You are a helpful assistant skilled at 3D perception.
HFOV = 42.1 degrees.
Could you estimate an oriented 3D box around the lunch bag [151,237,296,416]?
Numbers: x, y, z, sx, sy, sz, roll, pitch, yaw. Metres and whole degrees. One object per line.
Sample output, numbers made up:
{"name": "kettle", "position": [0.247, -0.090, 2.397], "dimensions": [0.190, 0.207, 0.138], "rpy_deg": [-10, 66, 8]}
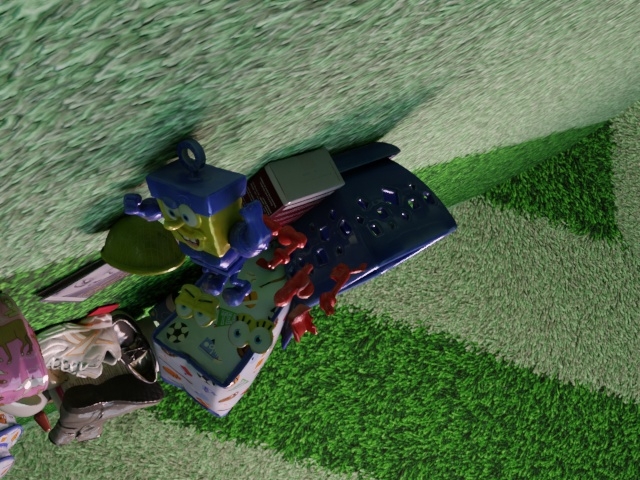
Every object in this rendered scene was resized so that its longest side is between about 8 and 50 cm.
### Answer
{"name": "lunch bag", "position": [-0.178, 0.176, 1.891], "dimensions": [0.385, 0.239, 0.328], "rpy_deg": [-54, 174, -25]}

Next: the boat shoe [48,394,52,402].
{"name": "boat shoe", "position": [-0.608, 0.328, 2.109], "dimensions": [0.307, 0.111, 0.104], "rpy_deg": [-17, 176, -14]}

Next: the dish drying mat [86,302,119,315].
{"name": "dish drying mat", "position": [-0.442, 0.140, 1.691], "dimensions": [0.032, 0.008, 0.083], "rpy_deg": [-30, 173, 16]}

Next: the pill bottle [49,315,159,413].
{"name": "pill bottle", "position": [-0.511, 0.302, 1.997], "dimensions": [0.283, 0.160, 0.160], "rpy_deg": [-26, 173, -16]}

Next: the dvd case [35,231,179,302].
{"name": "dvd case", "position": [-0.330, 0.043, 1.346], "dimensions": [0.221, 0.018, 0.164], "rpy_deg": [-28, 174, 2]}

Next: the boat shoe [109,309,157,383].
{"name": "boat shoe", "position": [-0.415, 0.241, 1.854], "dimensions": [0.080, 0.073, 0.223], "rpy_deg": [-38, 141, -19]}

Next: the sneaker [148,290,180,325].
{"name": "sneaker", "position": [-0.364, 0.176, 2.028], "dimensions": [0.081, 0.080, 0.211], "rpy_deg": [-26, 163, -5]}

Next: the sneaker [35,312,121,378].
{"name": "sneaker", "position": [-0.492, 0.226, 1.650], "dimensions": [0.099, 0.121, 0.262], "rpy_deg": [-33, 172, 32]}

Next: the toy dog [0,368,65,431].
{"name": "toy dog", "position": [-0.659, 0.350, 1.741], "dimensions": [0.220, 0.161, 0.333], "rpy_deg": [-32, 173, 28]}

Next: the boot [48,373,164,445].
{"name": "boot", "position": [-0.497, 0.394, 1.922], "dimensions": [0.246, 0.083, 0.161], "rpy_deg": [-2, 135, -34]}

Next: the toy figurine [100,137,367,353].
{"name": "toy figurine", "position": [-0.137, -0.045, 1.009], "dimensions": [0.362, 0.217, 0.191], "rpy_deg": [22, -131, 37]}

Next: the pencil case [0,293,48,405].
{"name": "pencil case", "position": [-0.552, 0.207, 1.087], "dimensions": [0.386, 0.160, 0.167], "rpy_deg": [-26, -158, -27]}

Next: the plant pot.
{"name": "plant pot", "position": [0.055, -0.036, 1.474], "dimensions": [0.236, 0.212, 0.236], "rpy_deg": [-22, 171, -42]}

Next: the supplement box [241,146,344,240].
{"name": "supplement box", "position": [-0.085, -0.055, 1.353], "dimensions": [0.130, 0.073, 0.239], "rpy_deg": [-21, 170, -43]}

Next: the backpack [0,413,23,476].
{"name": "backpack", "position": [-0.849, 0.497, 1.989], "dimensions": [0.263, 0.213, 0.276], "rpy_deg": [-37, 178, -43]}
